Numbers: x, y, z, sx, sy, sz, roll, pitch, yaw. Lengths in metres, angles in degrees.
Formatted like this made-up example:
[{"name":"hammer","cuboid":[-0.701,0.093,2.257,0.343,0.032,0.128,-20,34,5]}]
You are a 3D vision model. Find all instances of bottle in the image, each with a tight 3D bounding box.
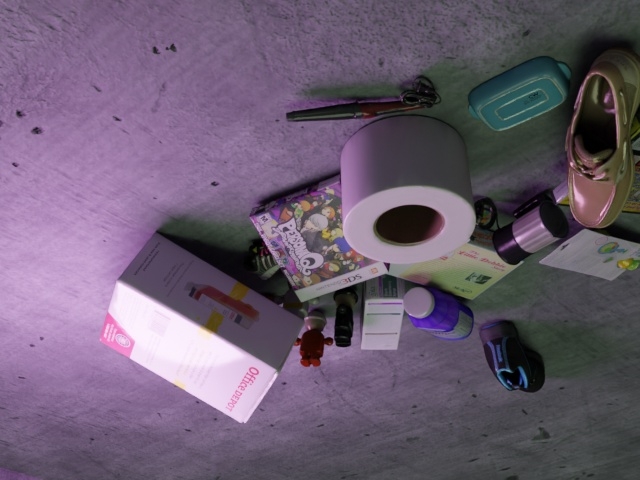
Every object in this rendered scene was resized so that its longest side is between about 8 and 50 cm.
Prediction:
[{"name":"bottle","cuboid":[0.266,0.166,1.999,0.118,0.092,0.283,2,167,25]}]

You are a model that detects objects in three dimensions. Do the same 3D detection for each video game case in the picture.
[{"name":"video game case","cuboid":[0.000,0.000,1.781,0.210,0.042,0.232,-20,116,20]},{"name":"video game case","cuboid":[0.618,-0.136,1.651,0.275,0.035,0.248,4,146,-28]}]

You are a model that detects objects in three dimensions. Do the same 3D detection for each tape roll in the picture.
[{"name":"tape roll","cuboid":[0.160,-0.091,1.627,0.246,0.169,0.246,-1,145,-1]}]

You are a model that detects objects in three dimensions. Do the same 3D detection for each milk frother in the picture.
[{"name":"milk frother","cuboid":[0.394,-0.039,1.743,0.143,0.129,0.135,15,146,-31]}]

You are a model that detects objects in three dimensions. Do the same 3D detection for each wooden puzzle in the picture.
[{"name":"wooden puzzle","cuboid":[0.330,-0.052,1.828,0.083,0.006,0.049,14,142,-20]}]

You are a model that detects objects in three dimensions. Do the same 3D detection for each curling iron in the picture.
[{"name":"curling iron","cuboid":[0.074,-0.240,1.529,0.274,0.035,0.068,-8,140,8]}]

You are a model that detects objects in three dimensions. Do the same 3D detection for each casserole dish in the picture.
[{"name":"casserole dish","cuboid":[0.349,-0.249,1.523,0.188,0.037,0.114,-24,139,28]}]

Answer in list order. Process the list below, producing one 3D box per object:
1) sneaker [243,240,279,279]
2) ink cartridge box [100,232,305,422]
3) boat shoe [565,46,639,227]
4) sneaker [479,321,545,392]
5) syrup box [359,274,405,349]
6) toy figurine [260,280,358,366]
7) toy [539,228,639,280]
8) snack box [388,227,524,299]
[{"name":"sneaker","cuboid":[-0.114,0.025,1.878,0.075,0.063,0.170,19,140,-24]},{"name":"ink cartridge box","cuboid":[-0.265,0.200,1.918,0.385,0.160,0.279,31,139,-1]},{"name":"boat shoe","cuboid":[0.471,-0.158,1.501,0.122,0.110,0.341,20,131,34]},{"name":"sneaker","cuboid":[0.505,0.345,2.286,0.125,0.139,0.341,-21,142,23]},{"name":"syrup box","cuboid":[0.145,0.163,2.054,0.096,0.093,0.236,0,145,-1]},{"name":"toy figurine","cuboid":[-0.036,0.179,2.040,0.210,0.148,0.213,24,141,-22]},{"name":"toy","cuboid":[0.599,0.017,1.894,0.237,0.056,0.137,15,139,-30]},{"name":"snack box","cuboid":[0.258,0.027,1.893,0.322,0.060,0.187,18,142,-24]}]
